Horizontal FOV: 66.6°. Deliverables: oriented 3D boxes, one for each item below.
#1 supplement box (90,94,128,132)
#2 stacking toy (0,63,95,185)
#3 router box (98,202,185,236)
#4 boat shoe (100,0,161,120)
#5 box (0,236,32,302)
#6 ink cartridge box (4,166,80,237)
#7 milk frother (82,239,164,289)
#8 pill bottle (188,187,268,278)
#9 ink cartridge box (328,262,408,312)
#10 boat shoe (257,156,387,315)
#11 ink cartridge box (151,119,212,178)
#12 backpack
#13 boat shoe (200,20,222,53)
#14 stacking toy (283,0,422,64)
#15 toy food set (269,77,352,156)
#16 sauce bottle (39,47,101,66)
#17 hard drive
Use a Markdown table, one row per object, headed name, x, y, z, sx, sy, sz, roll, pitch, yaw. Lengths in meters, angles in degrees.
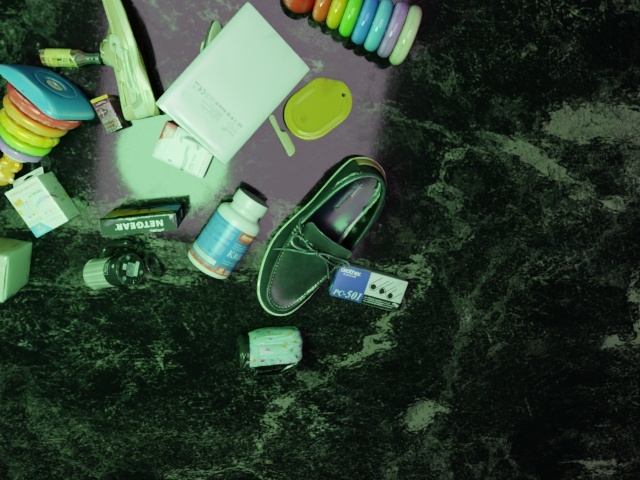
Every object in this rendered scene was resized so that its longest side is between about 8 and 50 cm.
| name | x | y | z | sx | sy | sz | roll | pitch | yaw |
| --- | --- | --- | --- | --- | --- | --- | --- | --- | --- |
| supplement box | -0.510 | -0.308 | 1.182 | 0.043 | 0.055 | 0.083 | -22 | 106 | 0 |
| stacking toy | -0.688 | -0.244 | 1.140 | 0.175 | 0.166 | 0.302 | 41 | 108 | 0 |
| router box | -0.440 | -0.054 | 1.219 | 0.179 | 0.133 | 0.046 | -6 | 107 | -6 |
| boat shoe | -0.461 | -0.433 | 1.130 | 0.098 | 0.109 | 0.302 | -14 | 112 | -5 |
| box | -0.897 | 0.047 | 1.184 | 0.311 | 0.148 | 0.121 | 11 | 103 | -12 |
| ink cartridge box | -0.686 | -0.098 | 1.198 | 0.092 | 0.090 | 0.143 | -28 | 107 | 1 |
| milk frother | -0.507 | 0.078 | 1.272 | 0.135 | 0.129 | 0.143 | -7 | 143 | 30 |
| pill bottle | -0.233 | -0.021 | 1.259 | 0.124 | 0.124 | 0.221 | 33 | 100 | -14 |
| ink cartridge box | 0.135 | 0.130 | 1.389 | 0.207 | 0.046 | 0.097 | 16 | 102 | -11 |
| boat shoe | 0.000 | 0.000 | 1.282 | 0.187 | 0.156 | 0.500 | 36 | 99 | -17 |
| ink cartridge box | -0.337 | -0.227 | 1.225 | 0.135 | 0.056 | 0.099 | 24 | 100 | -12 |
| backpack | -0.138 | 0.300 | 1.355 | 0.182 | 0.152 | 0.115 | -2 | 101 | -13 |
| boat shoe | -0.269 | -0.461 | 1.177 | 0.043 | 0.049 | 0.136 | 20 | 106 | 28 |
| stacking toy | 0.066 | -0.544 | 1.165 | 0.331 | 0.141 | 0.141 | 20 | 102 | -5 |
| toy food set | -0.021 | -0.317 | 1.240 | 0.218 | 0.071 | 0.128 | -35 | 88 | 1 |
| sauce bottle | -0.585 | -0.429 | 1.145 | 0.128 | 0.042 | 0.042 | -2 | 105 | -5 |
| hard drive | -0.205 | -0.370 | 1.169 | 0.210 | 0.040 | 0.318 | 42 | 86 | -24 |
